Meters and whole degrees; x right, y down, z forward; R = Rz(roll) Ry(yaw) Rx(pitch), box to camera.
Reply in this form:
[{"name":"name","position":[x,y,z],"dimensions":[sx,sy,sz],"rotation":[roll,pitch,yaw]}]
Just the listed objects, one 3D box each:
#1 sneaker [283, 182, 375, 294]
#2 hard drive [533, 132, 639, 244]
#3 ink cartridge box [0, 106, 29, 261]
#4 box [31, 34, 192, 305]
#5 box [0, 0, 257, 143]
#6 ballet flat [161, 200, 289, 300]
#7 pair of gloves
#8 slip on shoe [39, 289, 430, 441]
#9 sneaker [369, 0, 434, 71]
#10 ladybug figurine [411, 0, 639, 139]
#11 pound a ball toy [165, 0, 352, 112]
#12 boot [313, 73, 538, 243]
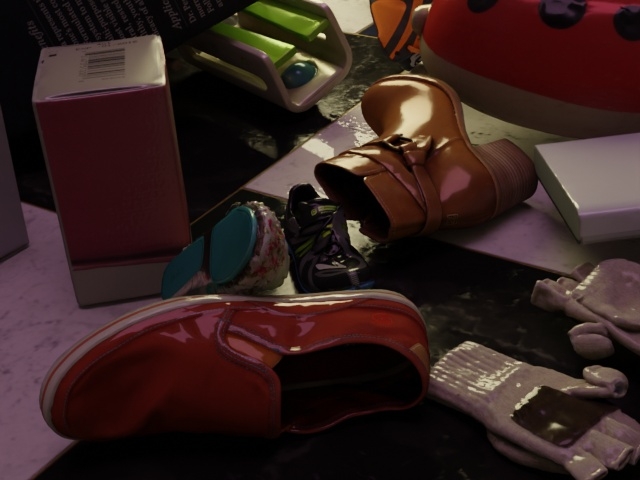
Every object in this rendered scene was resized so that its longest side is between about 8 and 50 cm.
[{"name":"sneaker","position":[0.000,0.000,1.057],"dimensions":[0.067,0.078,0.188],"rotation":[-13,33,-13]},{"name":"hard drive","position":[0.389,-0.068,1.036],"dimensions":[0.308,0.040,0.203],"rotation":[-7,24,2]},{"name":"ink cartridge box","position":[-0.476,-0.095,1.154],"dimensions":[0.289,0.211,0.121],"rotation":[20,38,33]},{"name":"box","position":[-0.206,-0.074,1.057],"dimensions":[0.127,0.232,0.148],"rotation":[-8,32,-6]},{"name":"box","position":[-0.393,-0.404,1.431],"dimensions":[0.472,0.297,0.480],"rotation":[-31,33,-12]},{"name":"ballet flat","position":[-0.074,0.021,0.943],"dimensions":[0.077,0.091,0.241],"rotation":[15,-17,-24]},{"name":"pair of gloves","position":[0.229,0.098,0.870],"dimensions":[0.240,0.042,0.204],"rotation":[-31,39,-23]},{"name":"slip on shoe","position":[-0.063,0.112,0.851],"dimensions":[0.332,0.123,0.101],"rotation":[-6,31,-11]},{"name":"sneaker","position":[0.206,-0.294,1.481],"dimensions":[0.321,0.180,0.125],"rotation":[44,23,13]},{"name":"ladybug figurine","position":[0.332,-0.262,1.245],"dimensions":[0.450,0.161,0.305],"rotation":[5,49,10]},{"name":"pound a ball toy","position":[-0.132,-0.261,1.480],"dimensions":[0.208,0.135,0.319],"rotation":[-44,43,-16]},{"name":"boot","position":[0.078,-0.093,1.175],"dimensions":[0.220,0.109,0.283],"rotation":[-19,47,-32]}]
